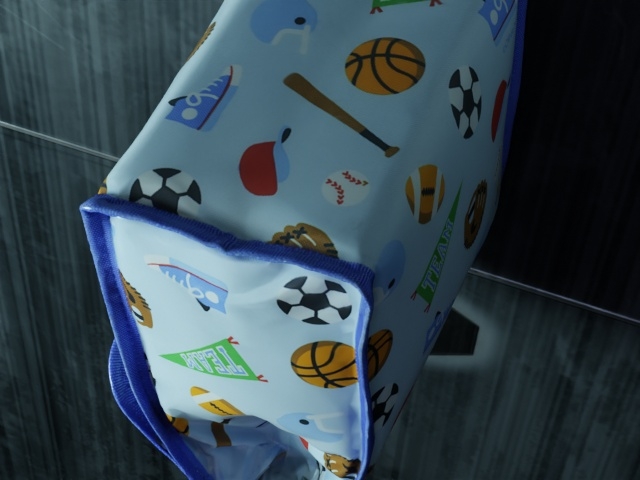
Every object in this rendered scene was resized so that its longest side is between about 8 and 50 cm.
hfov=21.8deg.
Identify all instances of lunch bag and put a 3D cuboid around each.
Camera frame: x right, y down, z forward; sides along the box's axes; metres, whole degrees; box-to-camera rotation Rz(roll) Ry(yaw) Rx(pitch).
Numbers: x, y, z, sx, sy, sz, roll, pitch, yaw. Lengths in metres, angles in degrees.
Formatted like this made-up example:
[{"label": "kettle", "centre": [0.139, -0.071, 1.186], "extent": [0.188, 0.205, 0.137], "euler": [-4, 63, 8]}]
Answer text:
[{"label": "lunch bag", "centre": [0.000, 0.000, 1.215], "extent": [0.239, 0.328, 0.385], "euler": [17, 147, 18]}]
